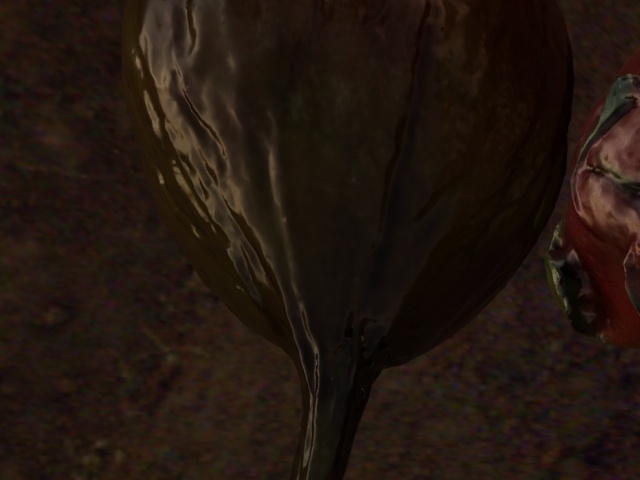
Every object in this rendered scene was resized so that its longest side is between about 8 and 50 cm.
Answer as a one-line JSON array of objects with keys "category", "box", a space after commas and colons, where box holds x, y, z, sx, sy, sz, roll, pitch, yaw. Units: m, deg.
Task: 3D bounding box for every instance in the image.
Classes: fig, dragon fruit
[{"category": "fig", "box": [0.021, 0.002, 0.650, 0.191, 0.191, 0.290, -18, 78, 23]}, {"category": "dragon fruit", "box": [0.233, -0.002, 0.829, 0.198, 0.269, 0.200, -46, 25, 19]}]
